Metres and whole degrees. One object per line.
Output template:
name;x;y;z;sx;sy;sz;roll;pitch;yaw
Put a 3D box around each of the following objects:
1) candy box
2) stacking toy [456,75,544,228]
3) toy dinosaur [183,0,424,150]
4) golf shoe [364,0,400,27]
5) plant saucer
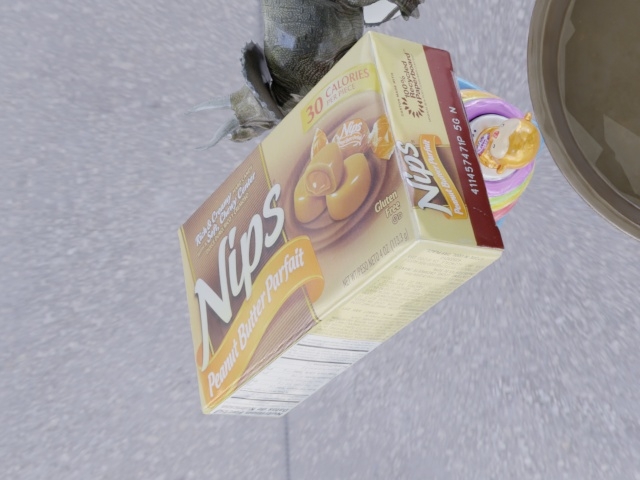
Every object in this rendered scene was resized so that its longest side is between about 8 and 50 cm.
candy box;0.000;0.000;1.038;0.316;0.087;0.183;-42;49;45
stacking toy;0.174;-0.093;1.379;0.165;0.302;0.175;29;87;-6
toy dinosaur;0.004;-0.210;1.129;0.160;0.121;0.313;1;114;-35
golf shoe;0.095;-0.279;1.280;0.198;0.094;0.077;-30;86;-24
plant saucer;0.277;-0.120;0.879;0.278;0.041;0.278;0;88;0
